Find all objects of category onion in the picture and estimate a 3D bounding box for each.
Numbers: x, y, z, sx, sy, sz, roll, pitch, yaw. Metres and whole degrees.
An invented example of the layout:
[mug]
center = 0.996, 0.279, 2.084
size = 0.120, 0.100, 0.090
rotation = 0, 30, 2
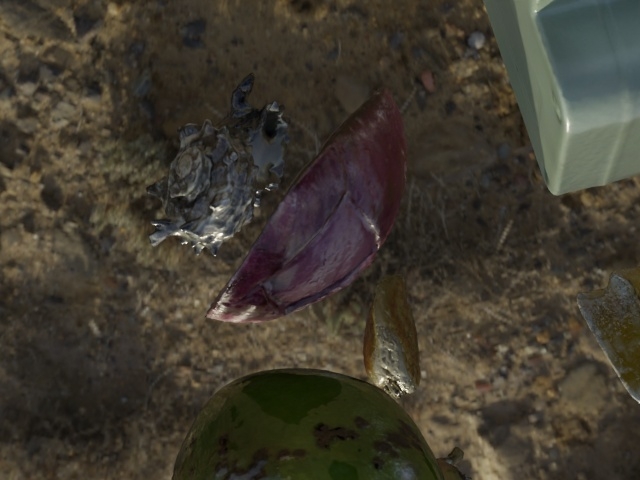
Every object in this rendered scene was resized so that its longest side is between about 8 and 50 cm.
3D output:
[onion]
center = 0.000, 0.000, 0.972
size = 0.111, 0.247, 0.250
rotation = 38, 140, -2

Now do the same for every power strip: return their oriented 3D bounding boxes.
[power strip]
center = 0.136, -0.168, 0.620
size = 0.141, 0.229, 0.261
rotation = -15, 163, 4

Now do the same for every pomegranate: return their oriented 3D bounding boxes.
[pomegranate]
center = 0.024, 0.243, 0.911
size = 0.324, 0.290, 0.290
rotation = -11, 126, -5

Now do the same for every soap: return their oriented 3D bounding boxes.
[soap]
center = 0.436, 0.113, 1.252
size = 0.080, 0.160, 0.258
rotation = -37, 161, 30

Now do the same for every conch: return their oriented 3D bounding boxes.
[conch]
center = -0.156, -0.116, 1.535
size = 0.186, 0.313, 0.241
rotation = 42, 155, -8

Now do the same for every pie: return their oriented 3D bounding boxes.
[pie]
center = 0.097, 0.127, 1.347
size = 0.079, 0.193, 0.163
rotation = -1, 96, 7
